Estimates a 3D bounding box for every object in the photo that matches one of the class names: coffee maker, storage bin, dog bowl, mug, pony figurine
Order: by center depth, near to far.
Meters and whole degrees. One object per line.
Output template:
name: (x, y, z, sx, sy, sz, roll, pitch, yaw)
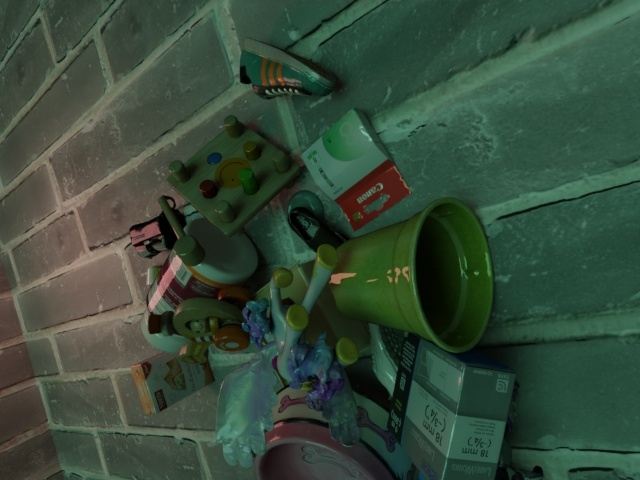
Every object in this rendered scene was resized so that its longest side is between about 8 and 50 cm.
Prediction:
pony figurine: (-0.051, 0.233, 0.845, 0.364, 0.302, 0.351, 122, 143, -51)
dog bowl: (0.023, 0.543, 1.006, 0.407, 0.150, 0.409, 10, 118, 19)
storage bin: (-0.040, 0.212, 1.076, 0.260, 0.123, 0.263, -37, 78, 35)
coffee maker: (-0.532, -0.038, 1.390, 0.178, 0.120, 0.172, -12, 69, 35)
mug: (-0.574, 0.121, 1.480, 0.062, 0.078, 0.064, 161, 102, -68)

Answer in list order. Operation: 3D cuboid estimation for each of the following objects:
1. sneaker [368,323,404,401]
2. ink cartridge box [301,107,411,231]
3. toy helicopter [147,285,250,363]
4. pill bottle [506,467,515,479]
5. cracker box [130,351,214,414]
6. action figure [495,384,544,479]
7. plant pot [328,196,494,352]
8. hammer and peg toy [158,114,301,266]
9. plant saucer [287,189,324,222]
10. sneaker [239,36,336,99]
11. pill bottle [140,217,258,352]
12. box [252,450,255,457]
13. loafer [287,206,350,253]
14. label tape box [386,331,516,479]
sneaker: (0.153, 0.268, 0.978, 0.094, 0.090, 0.235, -27, 82, 45)
ink cartridge box: (0.075, -0.155, 0.967, 0.181, 0.056, 0.225, -35, 77, 35)
toy helicopter: (-0.326, 0.245, 1.091, 0.355, 0.234, 0.140, 123, 149, -47)
pill bottle: (0.334, 0.571, 0.884, 0.119, 0.119, 0.209, 42, 120, 21)
cracker box: (-0.466, 0.427, 1.347, 0.067, 0.232, 0.156, -19, 89, 36)
action figure: (0.325, 0.412, 0.785, 0.185, 0.099, 0.285, -38, 35, 46)
plant pot: (0.163, 0.072, 0.844, 0.253, 0.275, 0.277, -9, 94, 48)
hammer and peg toy: (-0.260, -0.132, 1.043, 0.266, 0.127, 0.361, 39, 74, 24)
plant saucer: (-0.045, -0.069, 1.085, 0.119, 0.021, 0.120, 8, 104, 33)
sneaker: (-0.087, -0.385, 1.008, 0.302, 0.108, 0.121, 37, 119, 33)
pill bottle: (-0.365, 0.143, 1.227, 0.224, 0.224, 0.392, 50, 122, 17)
box: (-0.215, 0.643, 1.344, 0.067, 0.018, 0.083, -43, 74, 33)
loafer: (0.000, 0.000, 1.009, 0.220, 0.078, 0.080, 35, 99, 12)
label tape box: (0.224, 0.364, 0.803, 0.240, 0.105, 0.334, -168, 89, -78)
